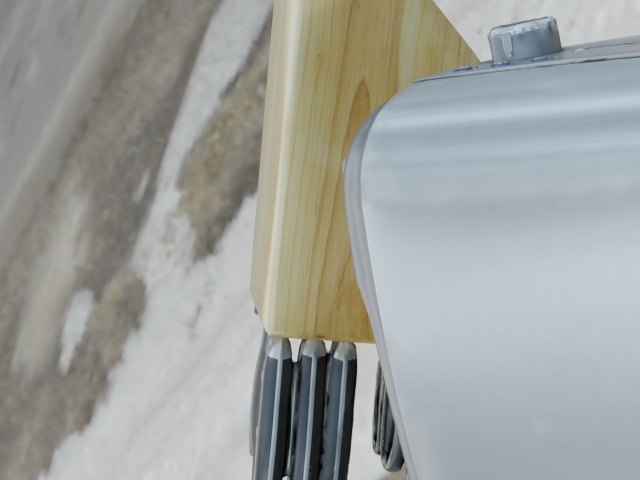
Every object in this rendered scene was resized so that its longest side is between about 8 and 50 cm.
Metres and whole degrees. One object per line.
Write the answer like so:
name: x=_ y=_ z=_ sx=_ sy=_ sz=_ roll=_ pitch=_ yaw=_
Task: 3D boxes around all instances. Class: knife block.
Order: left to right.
knife block: x=0.000 y=0.000 z=0.747 sx=0.242 sy=0.275 sz=0.088 roll=-41 pitch=15 yaw=0

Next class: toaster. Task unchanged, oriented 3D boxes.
toaster: x=0.107 y=0.044 z=0.370 sx=0.146 sy=0.129 sz=0.227 roll=-9 pitch=95 yaw=51
